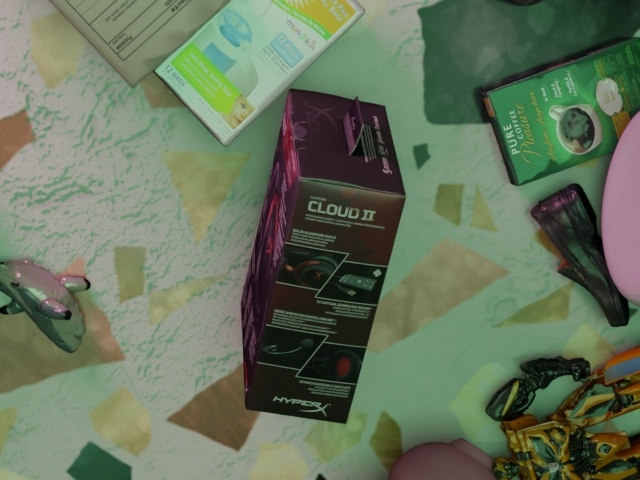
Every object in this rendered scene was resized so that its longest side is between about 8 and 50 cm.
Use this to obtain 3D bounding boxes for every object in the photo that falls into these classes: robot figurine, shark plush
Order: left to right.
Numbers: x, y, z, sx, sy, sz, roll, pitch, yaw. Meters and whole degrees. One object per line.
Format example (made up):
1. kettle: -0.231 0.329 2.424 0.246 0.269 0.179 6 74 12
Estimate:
1. shark plush: -0.321 0.062 1.845 0.161 0.073 0.067 23 124 -14
2. robot figurine: 0.327 0.213 1.927 0.291 0.085 0.211 -19 98 -5

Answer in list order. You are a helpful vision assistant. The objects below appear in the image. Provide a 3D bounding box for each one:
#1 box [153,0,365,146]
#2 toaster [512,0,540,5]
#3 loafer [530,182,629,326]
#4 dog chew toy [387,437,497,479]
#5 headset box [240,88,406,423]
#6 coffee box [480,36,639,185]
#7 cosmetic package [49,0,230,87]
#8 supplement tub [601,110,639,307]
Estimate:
1. box: -0.067 -0.210 1.816 0.203 0.103 0.114 -43 101 -1
2. toaster: 0.193 -0.345 1.812 0.227 0.146 0.129 40 90 -10
3. loafer: 0.290 0.022 1.920 0.061 0.062 0.170 -23 96 18
4. dog chew toy: 0.078 0.361 1.865 0.206 0.206 0.332 34 83 -10
5. headset box: 0.000 0.000 1.749 0.110 0.218 0.293 9 116 -9
6. coffee box: 0.278 -0.141 1.900 0.184 0.040 0.113 -22 99 -5
7. cosmetic package: -0.237 -0.317 1.740 0.153 0.129 0.296 -40 109 5
8. supplement tub: 0.481 -0.022 1.837 0.316 0.228 0.228 8 96 -15
